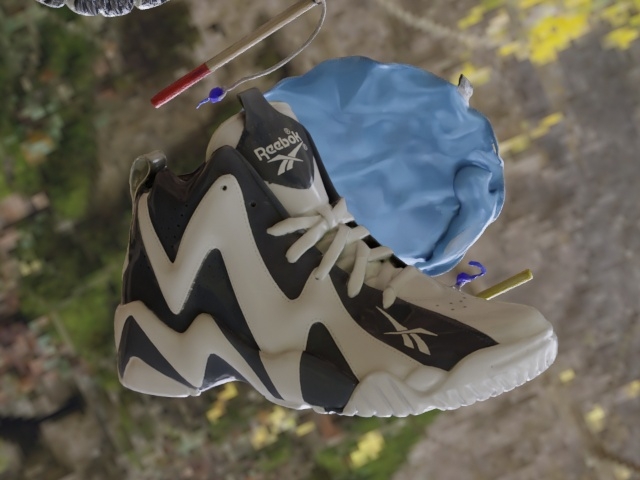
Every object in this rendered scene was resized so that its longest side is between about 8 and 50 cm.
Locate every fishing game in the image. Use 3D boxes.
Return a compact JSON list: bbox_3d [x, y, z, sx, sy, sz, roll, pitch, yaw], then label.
[{"bbox_3d":[0.025,-0.044,1.225,0.189,0.264,0.041,-31,-150,19],"label":"fishing game"}]

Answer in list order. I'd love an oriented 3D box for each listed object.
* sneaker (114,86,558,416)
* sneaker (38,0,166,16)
[{"bbox_3d":[0.000,0.000,0.945,0.235,0.153,0.094,3,-166,31],"label":"sneaker"},{"bbox_3d":[-0.101,-0.199,1.110,0.275,0.107,0.110,-5,-143,-40],"label":"sneaker"}]
